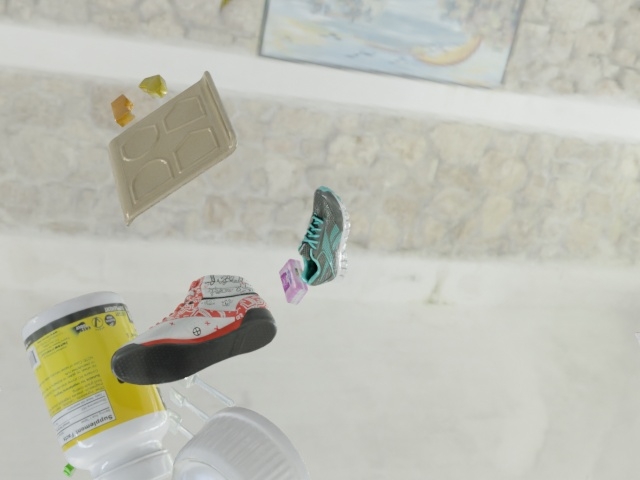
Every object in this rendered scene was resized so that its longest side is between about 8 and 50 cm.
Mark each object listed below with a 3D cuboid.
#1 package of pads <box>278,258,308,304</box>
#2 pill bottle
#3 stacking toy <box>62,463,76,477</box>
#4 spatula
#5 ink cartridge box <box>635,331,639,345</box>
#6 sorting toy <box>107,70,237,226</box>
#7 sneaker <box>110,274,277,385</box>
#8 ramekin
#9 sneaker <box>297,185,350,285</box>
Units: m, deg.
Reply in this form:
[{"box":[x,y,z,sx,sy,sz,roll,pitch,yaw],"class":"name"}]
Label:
[{"box":[-0.054,0.083,1.827,0.032,0.050,0.083,14,-140,-33],"class":"package of pads"},{"box":[-0.374,0.272,1.568,0.188,0.188,0.333,-11,-108,-46],"class":"pill bottle"},{"box":[-0.428,0.475,1.823,0.167,0.221,0.052,41,-130,5],"class":"stacking toy"},{"box":[-0.292,0.389,2.105,0.019,0.168,0.242,23,179,-42],"class":"spatula"},{"box":[0.464,0.107,1.054,0.181,0.224,0.056,-17,-124,19],"class":"ink cartridge box"},{"box":[-0.253,-0.177,1.490,0.041,0.229,0.307,45,-166,-43],"class":"sorting toy"},{"box":[-0.218,0.139,1.479,0.270,0.090,0.145,-16,-141,-16],"class":"sneaker"},{"box":[-0.125,0.361,1.339,0.207,0.207,0.109,25,-144,29],"class":"ramekin"},{"box":[0.000,0.000,1.381,0.076,0.166,0.065,-23,-149,-35],"class":"sneaker"}]
